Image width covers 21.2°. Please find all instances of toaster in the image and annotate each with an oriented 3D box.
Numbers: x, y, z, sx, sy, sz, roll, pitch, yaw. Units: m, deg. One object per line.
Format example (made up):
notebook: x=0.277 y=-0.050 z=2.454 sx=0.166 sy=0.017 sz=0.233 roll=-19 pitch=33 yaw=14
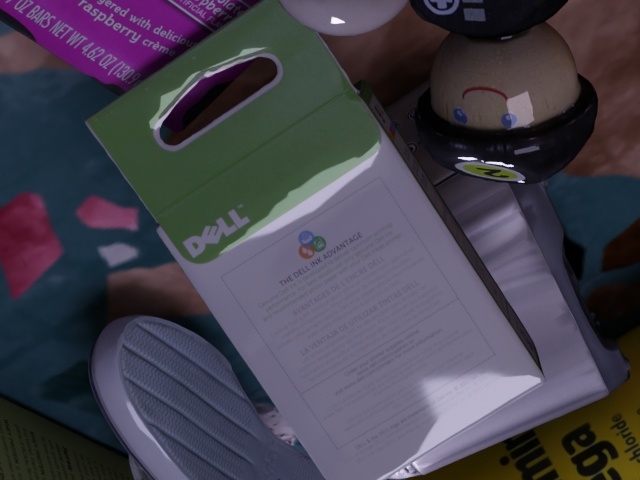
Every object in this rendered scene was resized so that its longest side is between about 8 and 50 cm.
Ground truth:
toaster: x=0.062 y=0.029 z=0.894 sx=0.146 sy=0.129 sz=0.227 roll=-27 pitch=134 yaw=6

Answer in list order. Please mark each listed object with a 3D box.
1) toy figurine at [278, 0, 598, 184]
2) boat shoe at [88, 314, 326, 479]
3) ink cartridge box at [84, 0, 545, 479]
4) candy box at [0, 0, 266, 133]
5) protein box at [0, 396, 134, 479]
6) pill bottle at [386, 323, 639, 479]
toy figurine: x=0.087 y=-0.134 z=0.599 sx=0.209 sy=0.213 sz=0.148 roll=-21 pitch=123 yaw=-16
boat shoe: x=-0.071 y=0.123 z=0.950 sx=0.076 sy=0.083 sz=0.226 roll=-11 pitch=136 yaw=32
ink cartridge box: x=0.000 y=0.000 z=0.766 sx=0.109 sy=0.062 sz=0.209 roll=-32 pitch=100 yaw=9
candy box: x=-0.041 y=-0.173 z=0.704 sx=0.233 sy=0.071 sz=0.159 roll=-44 pitch=133 yaw=16
protein box: x=-0.150 y=0.216 z=0.914 sx=0.136 sy=0.200 sz=0.201 roll=-42 pitch=134 yaw=16
pill bottle: x=0.154 y=0.183 z=1.029 sx=0.334 sy=0.188 sz=0.188 roll=-32 pitch=135 yaw=5
